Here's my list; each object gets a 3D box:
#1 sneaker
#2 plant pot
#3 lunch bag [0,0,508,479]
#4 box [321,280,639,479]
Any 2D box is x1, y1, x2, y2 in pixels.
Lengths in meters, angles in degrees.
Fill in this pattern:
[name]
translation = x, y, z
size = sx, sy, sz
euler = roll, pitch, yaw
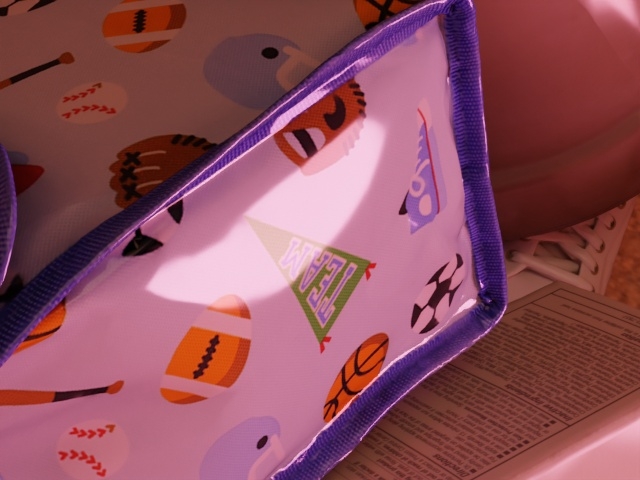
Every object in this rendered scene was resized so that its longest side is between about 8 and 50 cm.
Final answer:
[sneaker]
translation = 0.166, -0.035, 0.877
size = 0.106, 0.123, 0.290
euler = 23, 52, -3
[plant pot]
translation = 0.088, -0.202, 0.793
size = 0.323, 0.280, 0.323
euler = -10, 59, 16
[lunch bag]
translation = -0.154, 0.007, 0.612
size = 0.327, 0.239, 0.385
euler = 22, 48, 41
[box]
translation = 0.068, 0.142, 0.677
size = 0.311, 0.121, 0.148
euler = -21, 27, -29
